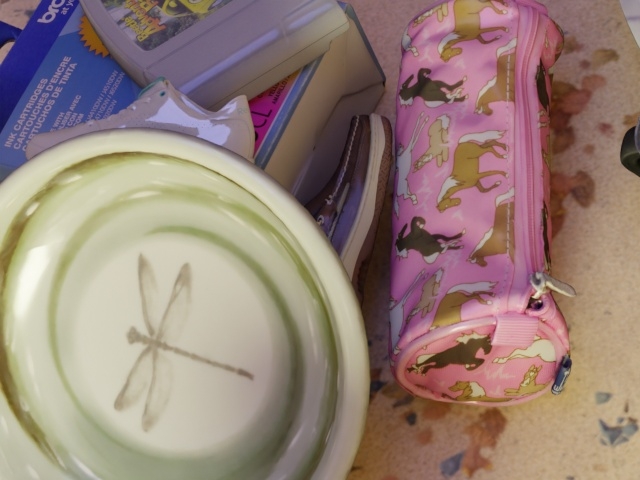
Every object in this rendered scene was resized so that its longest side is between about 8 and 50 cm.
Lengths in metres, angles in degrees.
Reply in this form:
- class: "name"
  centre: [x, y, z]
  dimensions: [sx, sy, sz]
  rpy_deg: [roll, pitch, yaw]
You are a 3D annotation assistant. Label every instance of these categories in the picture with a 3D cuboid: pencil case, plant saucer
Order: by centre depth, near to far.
- class: "plant saucer"
  centre: [-0.135, 0.097, 1.601]
  dimensions: [0.400, 0.100, 0.401]
  rpy_deg: [4, 100, 20]
- class: "pencil case"
  centre: [0.143, -0.044, 1.643]
  dimensions: [0.167, 0.160, 0.386]
  rpy_deg: [-8, 54, 15]

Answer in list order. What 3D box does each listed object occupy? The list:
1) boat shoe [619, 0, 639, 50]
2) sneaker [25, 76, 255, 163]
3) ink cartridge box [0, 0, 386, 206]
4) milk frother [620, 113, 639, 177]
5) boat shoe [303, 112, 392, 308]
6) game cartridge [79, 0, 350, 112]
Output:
- class: "boat shoe"
  centre: [0.343, -0.232, 1.731]
  dimensions: [0.105, 0.113, 0.306]
  rpy_deg: [-26, 42, 19]
- class: "sneaker"
  centre: [-0.159, -0.099, 1.637]
  dimensions: [0.212, 0.080, 0.094]
  rpy_deg: [3, 96, 12]
- class: "ink cartridge box"
  centre: [-0.175, -0.126, 1.819]
  dimensions: [0.395, 0.151, 0.270]
  rpy_deg: [13, 62, 28]
- class: "milk frother"
  centre: [0.330, -0.042, 1.590]
  dimensions: [0.129, 0.134, 0.143]
  rpy_deg: [-31, 42, 37]
- class: "boat shoe"
  centre: [0.001, -0.002, 1.667]
  dimensions: [0.095, 0.095, 0.258]
  rpy_deg: [13, 70, -2]
- class: "game cartridge"
  centre: [-0.124, -0.239, 1.754]
  dimensions: [0.196, 0.060, 0.294]
  rpy_deg: [-35, 52, -4]
